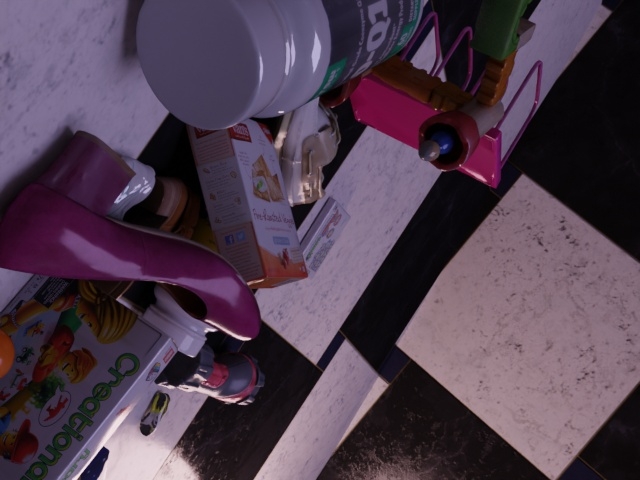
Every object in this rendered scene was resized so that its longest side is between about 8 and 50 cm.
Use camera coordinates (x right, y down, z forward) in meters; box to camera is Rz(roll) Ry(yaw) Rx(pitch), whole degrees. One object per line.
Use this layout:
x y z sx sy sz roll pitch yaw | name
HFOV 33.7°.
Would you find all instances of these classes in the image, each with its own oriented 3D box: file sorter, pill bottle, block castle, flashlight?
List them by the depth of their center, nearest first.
-0.041 -0.267 1.266 0.361 0.204 0.204 -37 152 -49 | pill bottle
0.149 -0.352 1.473 0.213 0.303 0.453 -39 152 -45 | block castle
-0.172 0.061 1.573 0.208 0.119 0.119 -58 162 -4 | pill bottle
0.217 -0.262 1.819 0.182 0.291 0.202 -58 162 -13 | file sorter
-0.186 0.225 1.839 0.304 0.103 0.103 49 47 -70 | flashlight

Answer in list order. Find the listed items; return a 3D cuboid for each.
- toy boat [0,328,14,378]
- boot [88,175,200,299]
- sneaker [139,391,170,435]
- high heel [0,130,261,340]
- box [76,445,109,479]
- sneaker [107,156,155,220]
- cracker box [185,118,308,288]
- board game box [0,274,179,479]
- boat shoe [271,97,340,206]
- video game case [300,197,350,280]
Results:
-0.369 0.092 1.052 0.151 0.151 0.231 -40 154 -43 | toy boat
-0.230 0.007 1.419 0.197 0.073 0.152 -57 166 3 | boot
-0.280 0.298 1.810 0.083 0.031 0.035 -61 162 7 | sneaker
-0.222 0.054 1.256 0.377 0.127 0.181 47 66 -33 | high heel
-0.398 0.410 1.673 0.136 0.036 0.225 -39 152 -46 | box
-0.266 -0.038 1.298 0.152 0.054 0.061 -60 146 -4 | sneaker
-0.098 -0.052 1.452 0.067 0.232 0.156 -18 173 18 | cracker box
-0.336 0.188 1.229 0.305 0.193 0.053 -53 161 -19 | board game box
-0.023 -0.166 1.576 0.302 0.103 0.113 107 -15 -54 | boat shoe
0.000 0.000 2.092 0.157 0.019 0.143 -58 162 -3 | video game case
